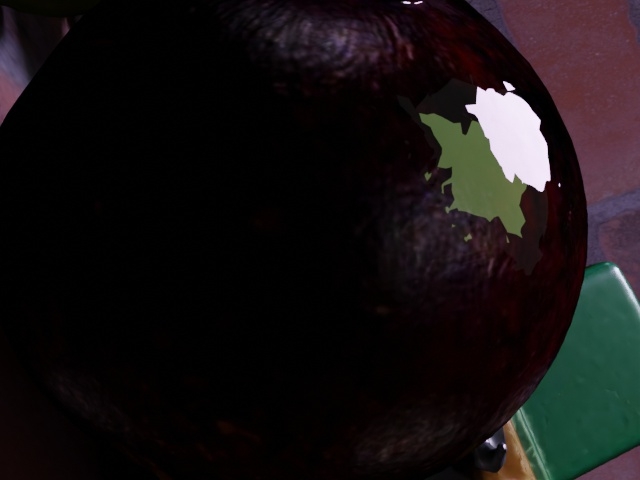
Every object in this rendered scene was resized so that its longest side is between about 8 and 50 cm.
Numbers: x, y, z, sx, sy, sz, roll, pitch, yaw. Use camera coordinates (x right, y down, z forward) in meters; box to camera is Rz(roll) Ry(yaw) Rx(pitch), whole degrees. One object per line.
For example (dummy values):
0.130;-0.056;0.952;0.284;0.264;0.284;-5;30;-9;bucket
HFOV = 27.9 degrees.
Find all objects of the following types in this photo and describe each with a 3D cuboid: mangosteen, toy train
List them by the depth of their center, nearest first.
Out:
-0.018;0.023;0.667;0.307;0.306;0.347;-90;-172;-66;mangosteen
0.087;0.123;0.951;0.178;0.249;0.429;67;-16;2;toy train

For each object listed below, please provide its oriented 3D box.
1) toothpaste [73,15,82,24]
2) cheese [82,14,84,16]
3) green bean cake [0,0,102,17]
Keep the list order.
-0.179;-0.222;1.005;0.064;0.041;0.218;51;16;-48;toothpaste
-0.074;-0.176;0.838;0.070;0.248;0.163;28;55;-44;cheese
-0.125;-0.262;0.711;0.247;0.249;0.156;58;14;-51;green bean cake
